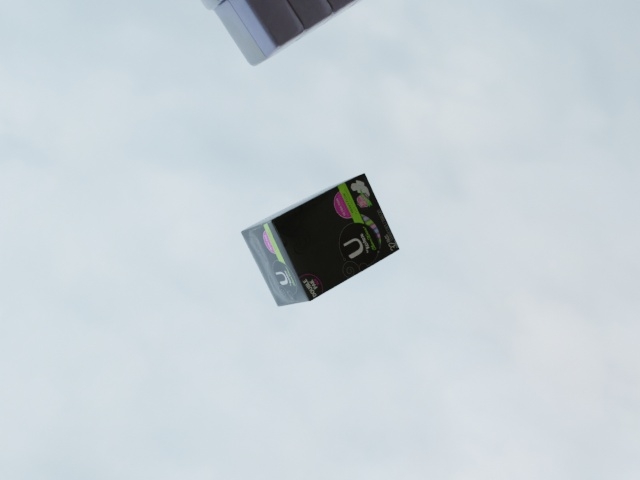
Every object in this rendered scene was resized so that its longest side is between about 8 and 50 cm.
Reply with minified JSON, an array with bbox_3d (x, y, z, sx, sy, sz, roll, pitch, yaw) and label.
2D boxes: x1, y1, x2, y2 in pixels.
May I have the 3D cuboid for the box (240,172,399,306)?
[{"bbox_3d":[0.000,0.000,0.583,0.083,0.052,0.062,-28,-84,-29],"label":"box"}]

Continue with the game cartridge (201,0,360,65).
[{"bbox_3d":[-0.073,-0.343,0.693,0.230,0.068,0.355,-42,-77,-38],"label":"game cartridge"}]
